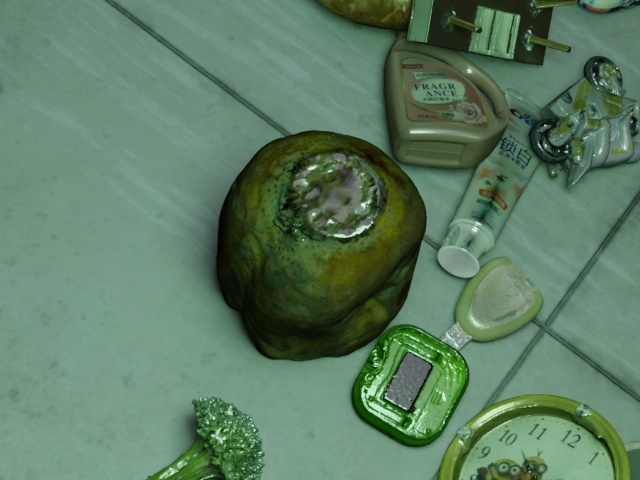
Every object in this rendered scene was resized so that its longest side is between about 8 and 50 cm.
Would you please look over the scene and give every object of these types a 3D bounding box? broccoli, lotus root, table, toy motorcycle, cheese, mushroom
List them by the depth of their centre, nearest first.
[{"bbox_3d":[-0.160,0.271,1.635,0.204,0.122,0.118,-32,59,-10],"label":"broccoli"},{"bbox_3d":[0.000,0.000,1.663,0.250,0.346,0.251,2,70,-6],"label":"lotus root"},{"bbox_3d":[0.200,0.107,1.819,0.192,0.037,0.097,-40,79,-17],"label":"cheese"},{"bbox_3d":[0.249,-0.313,1.918,0.240,0.111,0.122,3,99,-40],"label":"table"},{"bbox_3d":[0.101,-0.362,1.961,0.285,0.156,0.151,-2,65,-12],"label":"mushroom"},{"bbox_3d":[0.389,-0.155,1.964,0.152,0.073,0.225,47,56,-6],"label":"toy motorcycle"}]

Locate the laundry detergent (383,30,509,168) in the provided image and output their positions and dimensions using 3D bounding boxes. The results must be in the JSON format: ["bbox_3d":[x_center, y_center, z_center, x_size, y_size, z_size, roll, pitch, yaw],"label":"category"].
[{"bbox_3d":[0.173,-0.205,1.932,0.171,0.076,0.237,5,49,-8],"label":"laundry detergent"}]

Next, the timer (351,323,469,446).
[{"bbox_3d":[0.114,0.181,1.750,0.128,0.047,0.140,31,71,1],"label":"timer"}]

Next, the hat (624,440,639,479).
[{"bbox_3d":[0.466,0.330,1.704,0.275,0.232,0.161,-41,114,-41],"label":"hat"}]

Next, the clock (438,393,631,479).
[{"bbox_3d":[0.262,0.298,1.698,0.237,0.057,0.237,-11,49,13],"label":"clock"}]

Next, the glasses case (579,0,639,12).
[{"bbox_3d":[0.511,-0.436,2.135,0.327,0.076,0.125,-21,72,-20],"label":"glasses case"}]

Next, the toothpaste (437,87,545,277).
[{"bbox_3d":[0.246,-0.083,1.913,0.100,0.066,0.323,31,54,-1],"label":"toothpaste"}]
